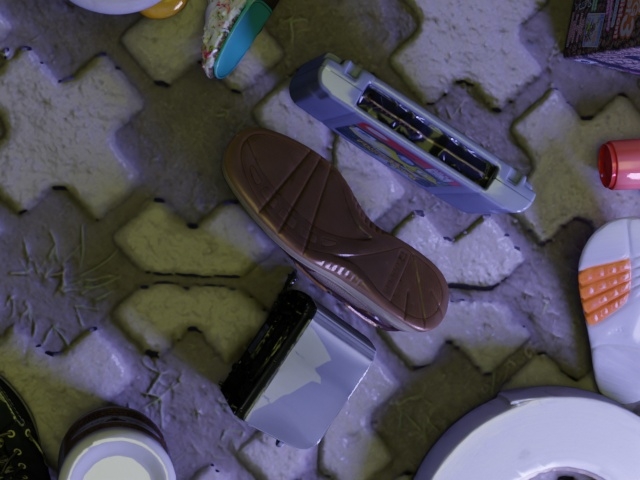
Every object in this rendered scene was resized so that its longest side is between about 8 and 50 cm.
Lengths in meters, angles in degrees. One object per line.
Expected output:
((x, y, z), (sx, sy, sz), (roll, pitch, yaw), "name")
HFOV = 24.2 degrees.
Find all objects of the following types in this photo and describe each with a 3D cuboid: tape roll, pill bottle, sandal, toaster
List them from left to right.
((-0.239, 0.262, 1.730), (0.131, 0.229, 0.131), (-1, 94, -10), "pill bottle")
((-0.028, 0.148, 1.794), (0.110, 0.168, 0.186), (34, 89, -13), "toaster")
((0.295, 0.380, 1.908), (0.392, 0.072, 0.392), (-1, 96, -8), "tape roll")
((0.378, 0.083, 1.913), (0.102, 0.076, 0.265), (-3, 116, 4), "sandal")

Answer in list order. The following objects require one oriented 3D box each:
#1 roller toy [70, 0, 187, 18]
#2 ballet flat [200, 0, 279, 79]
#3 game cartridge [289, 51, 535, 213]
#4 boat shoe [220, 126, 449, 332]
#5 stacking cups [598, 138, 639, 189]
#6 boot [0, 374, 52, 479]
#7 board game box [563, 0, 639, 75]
((-0.239, -0.363, 1.728), (0.209, 0.146, 0.191), (12, 103, -13), "roller toy")
((-0.087, -0.306, 1.803), (0.077, 0.091, 0.241), (31, 83, 20), "ballet flat")
((0.102, -0.120, 1.780), (0.294, 0.196, 0.060), (32, 88, -11), "game cartridge")
((0.000, 0.000, 1.808), (0.342, 0.123, 0.123), (37, 62, -20), "boat shoe")
((0.516, -0.108, 1.918), (0.316, 0.096, 0.096), (-1, 94, -5), "stacking cups")
((-0.363, 0.265, 1.734), (0.085, 0.178, 0.236), (-23, 99, -8), "boot")
((0.457, -0.270, 1.785), (0.232, 0.291, 0.141), (11, 92, -10), "board game box")
